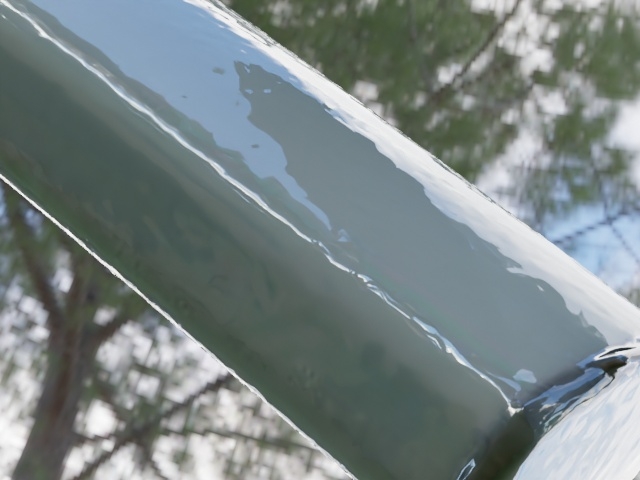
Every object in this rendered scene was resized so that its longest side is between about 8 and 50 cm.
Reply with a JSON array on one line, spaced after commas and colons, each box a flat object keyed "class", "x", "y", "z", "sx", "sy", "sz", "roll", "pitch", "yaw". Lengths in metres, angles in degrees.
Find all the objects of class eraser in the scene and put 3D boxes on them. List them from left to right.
[{"class": "eraser", "x": 0.000, "y": 0.000, "z": 0.736, "sx": 0.290, "sy": 0.189, "sz": 0.104, "roll": 38, "pitch": -66, "yaw": 25}]
